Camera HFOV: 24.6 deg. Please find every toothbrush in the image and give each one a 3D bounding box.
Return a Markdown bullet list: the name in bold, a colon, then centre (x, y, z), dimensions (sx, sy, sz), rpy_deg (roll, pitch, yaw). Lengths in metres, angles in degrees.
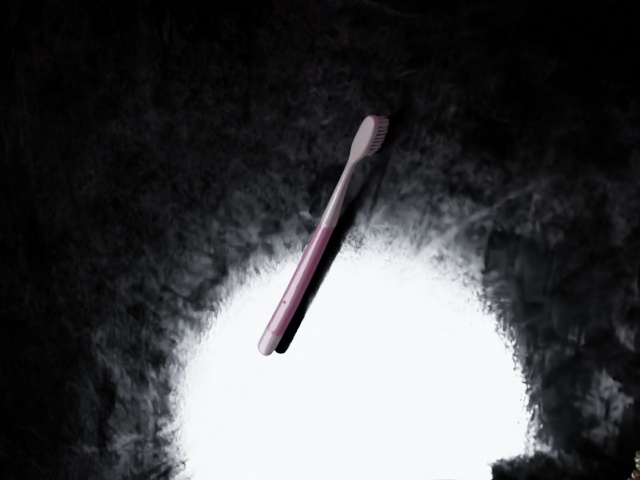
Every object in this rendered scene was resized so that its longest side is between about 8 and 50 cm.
- **toothbrush**: centre (0.000, 0.000, 1.388), dimensions (0.020, 0.025, 0.286), rpy_deg (47, 126, 31)

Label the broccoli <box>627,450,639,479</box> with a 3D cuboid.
- **broccoli**: centre (0.305, 0.166, 1.018), dimensions (0.204, 0.118, 0.122), rpy_deg (-46, 31, 33)

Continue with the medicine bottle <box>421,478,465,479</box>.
- **medicine bottle**: centre (0.091, 0.362, 1.198), dimensions (0.124, 0.179, 0.324), rpy_deg (-7, 88, 49)
